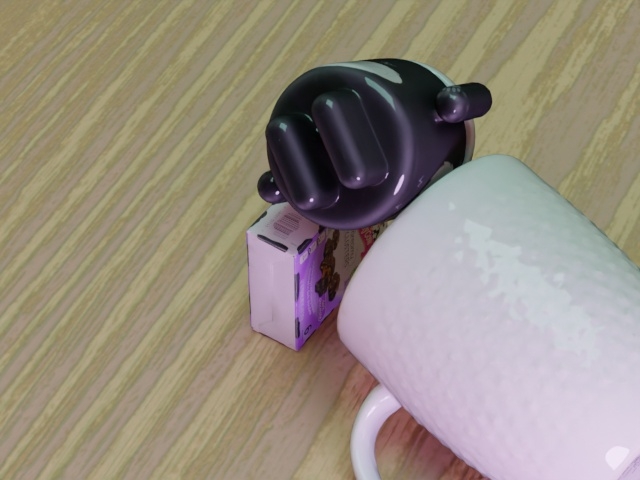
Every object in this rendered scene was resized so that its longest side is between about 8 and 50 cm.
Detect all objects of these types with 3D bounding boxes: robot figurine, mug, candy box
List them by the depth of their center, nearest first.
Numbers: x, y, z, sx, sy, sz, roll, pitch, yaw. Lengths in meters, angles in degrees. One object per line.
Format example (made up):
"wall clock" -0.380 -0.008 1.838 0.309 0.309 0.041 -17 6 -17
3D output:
"mug" 0.191 0.152 1.647 0.374 0.276 0.328 -46 64 1
"robot figurine" 0.054 -0.100 1.661 0.209 0.174 0.278 19 16 23
"candy box" 0.000 0.000 1.834 0.070 0.165 0.196 26 52 23
